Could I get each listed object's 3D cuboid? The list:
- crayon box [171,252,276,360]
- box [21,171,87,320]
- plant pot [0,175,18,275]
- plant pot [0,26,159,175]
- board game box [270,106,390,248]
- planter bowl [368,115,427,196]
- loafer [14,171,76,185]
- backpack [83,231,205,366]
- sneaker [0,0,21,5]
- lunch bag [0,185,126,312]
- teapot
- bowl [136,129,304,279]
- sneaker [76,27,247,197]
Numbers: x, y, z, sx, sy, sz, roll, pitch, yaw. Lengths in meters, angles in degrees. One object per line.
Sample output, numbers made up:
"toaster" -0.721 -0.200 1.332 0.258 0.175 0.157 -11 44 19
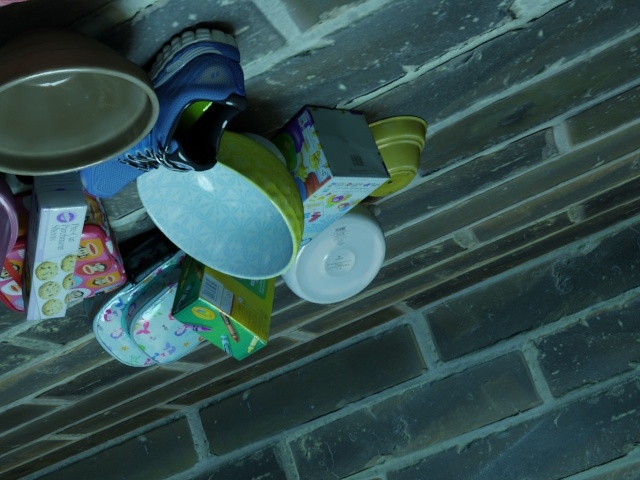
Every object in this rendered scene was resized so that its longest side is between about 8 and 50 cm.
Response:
"crayon box" -0.169 0.063 1.536 0.081 0.278 0.165 -33 123 30
"box" -0.413 0.018 1.258 0.067 0.063 0.324 -6 149 -28
"plant pot" -0.524 0.009 1.148 0.202 0.180 0.201 -13 134 -14
"plant pot" -0.329 -0.185 1.020 0.238 0.109 0.237 -18 160 -7
"board game box" -0.033 -0.104 1.489 0.144 0.142 0.275 -2 154 -43
"planter bowl" 0.123 -0.147 1.609 0.217 0.090 0.217 -18 161 -6
"loafer" -0.416 -0.112 1.179 0.076 0.078 0.223 -26 160 16
"backpack" -0.332 0.132 1.644 0.254 0.191 0.225 -32 135 -4
"sneaker" -0.307 -0.289 0.811 0.314 0.115 0.136 -13 -177 -28
"lunch bag" -0.489 0.023 1.433 0.258 0.120 0.293 -14 158 -8
"teapot" 0.000 0.000 1.766 0.256 0.187 0.252 33 103 -40
"bowl" -0.138 -0.086 1.359 0.156 0.290 0.289 -59 -174 -35
"sneaker" -0.229 -0.147 1.152 0.330 0.147 0.130 -35 155 31
